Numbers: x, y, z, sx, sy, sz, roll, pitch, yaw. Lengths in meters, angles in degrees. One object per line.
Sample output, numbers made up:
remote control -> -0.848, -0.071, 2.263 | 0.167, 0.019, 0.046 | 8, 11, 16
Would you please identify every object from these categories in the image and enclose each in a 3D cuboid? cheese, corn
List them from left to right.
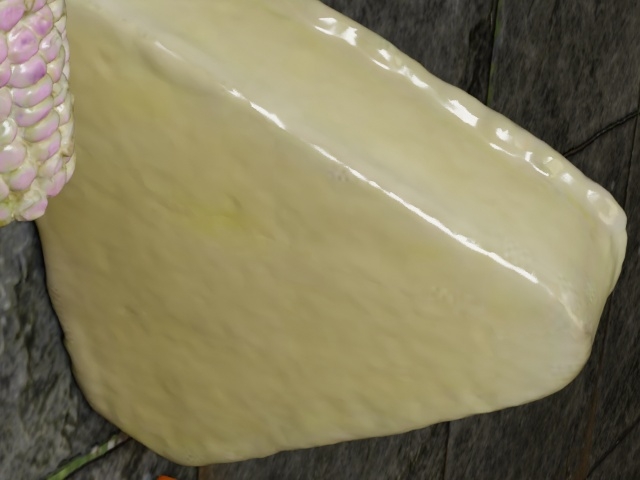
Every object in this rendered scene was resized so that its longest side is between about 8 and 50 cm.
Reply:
corn -> -0.182, -0.155, 0.852 | 0.126, 0.127, 0.335 | -55, 149, -37
cheese -> 0.000, 0.001, 1.042 | 0.104, 0.384, 0.384 | -58, 150, -42

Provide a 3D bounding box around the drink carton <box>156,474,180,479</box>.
drink carton -> -0.130, 0.324, 1.170 | 0.351, 0.155, 0.111 | -52, 145, -41
